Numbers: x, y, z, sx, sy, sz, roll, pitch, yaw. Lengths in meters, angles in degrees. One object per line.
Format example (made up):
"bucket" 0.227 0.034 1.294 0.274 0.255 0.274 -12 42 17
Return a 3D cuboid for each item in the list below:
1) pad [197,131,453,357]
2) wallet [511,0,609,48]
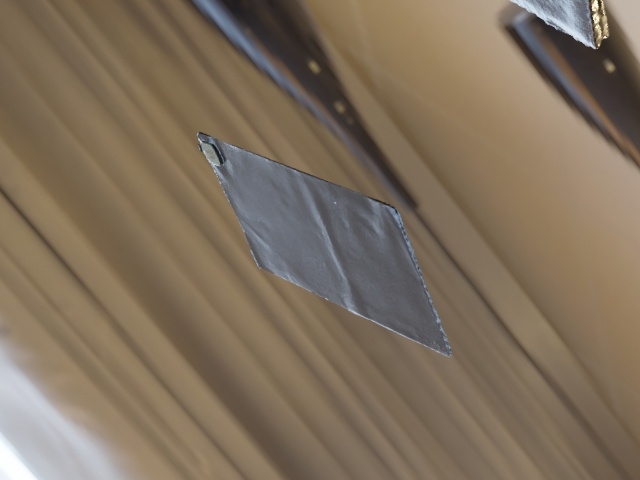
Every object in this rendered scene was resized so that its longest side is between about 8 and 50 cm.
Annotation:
"pad" 0.000 0.000 1.009 0.004 0.116 0.193 -40 -142 -23
"wallet" 0.109 -0.233 1.209 0.025 0.124 0.244 -44 -126 -11
